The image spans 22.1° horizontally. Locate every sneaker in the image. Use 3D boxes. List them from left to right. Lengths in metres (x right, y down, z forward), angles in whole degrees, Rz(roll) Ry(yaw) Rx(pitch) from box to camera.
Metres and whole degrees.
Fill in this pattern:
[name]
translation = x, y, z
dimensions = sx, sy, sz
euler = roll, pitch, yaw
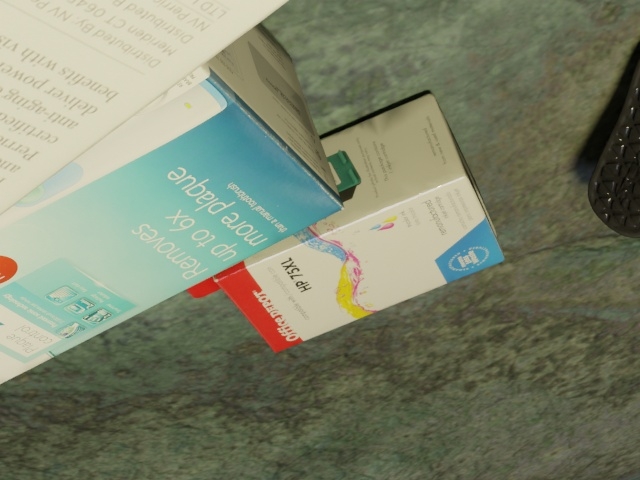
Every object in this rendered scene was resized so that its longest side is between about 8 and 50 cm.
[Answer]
[sneaker]
translation = 0.267, -0.099, 1.172
dimensions = 0.097, 0.084, 0.234
euler = -32, 161, -39

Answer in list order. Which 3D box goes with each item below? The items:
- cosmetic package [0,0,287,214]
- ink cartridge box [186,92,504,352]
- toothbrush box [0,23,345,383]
[cosmetic package]
translation = -0.237, -0.104, 0.718
dimensions = 0.453, 0.230, 0.161
euler = -33, 147, 23
[ink cartridge box]
translation = 0.000, 0.000, 1.155
dimensions = 0.231, 0.078, 0.134
euler = -23, 149, 7
[toothbrush box]
translation = -0.171, -0.043, 0.950
dimensions = 0.296, 0.126, 0.216
euler = -26, 148, 13
